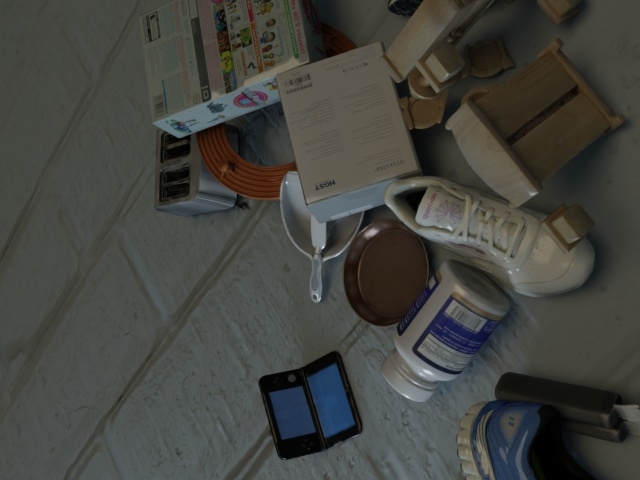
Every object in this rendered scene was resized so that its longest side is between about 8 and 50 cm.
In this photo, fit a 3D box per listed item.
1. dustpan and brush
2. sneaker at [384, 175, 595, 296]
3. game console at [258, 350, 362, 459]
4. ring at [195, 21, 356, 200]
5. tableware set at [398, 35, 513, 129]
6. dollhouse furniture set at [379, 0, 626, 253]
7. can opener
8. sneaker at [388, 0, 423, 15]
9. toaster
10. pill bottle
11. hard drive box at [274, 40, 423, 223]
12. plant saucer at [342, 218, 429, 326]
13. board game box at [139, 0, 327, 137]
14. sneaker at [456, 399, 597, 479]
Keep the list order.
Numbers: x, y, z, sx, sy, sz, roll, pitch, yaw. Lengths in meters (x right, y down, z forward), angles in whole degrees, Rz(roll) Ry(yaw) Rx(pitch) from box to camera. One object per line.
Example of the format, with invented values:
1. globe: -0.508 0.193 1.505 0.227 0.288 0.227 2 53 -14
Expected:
1. dustpan and brush: 0.000 0.000 1.306 0.147 0.060 0.211 9 118 17
2. sneaker: 0.213 -0.008 1.061 0.305 0.152 0.114 25 99 40
3. game console: -0.019 0.267 1.282 0.085 0.124 0.144 123 135 -55
4. ring: -0.076 -0.234 1.369 0.336 0.032 0.336 -6 75 23
5. tableware set: 0.196 -0.230 1.152 0.169 0.020 0.141 -4 68 20
6. dollhouse furniture set: 0.268 -0.180 1.060 0.355 0.303 0.174 53 152 4
7. can opener: 0.353 0.202 0.968 0.280 0.074 0.093 0 49 41
8. sneaker: 0.163 -0.405 1.242 0.135 0.052 0.058 -26 57 29
9. toaster: -0.236 -0.137 1.520 0.186 0.110 0.168 -7 80 42
10. pill bottle: 0.168 0.130 1.108 0.112 0.112 0.186 49 116 36
11. hard drive box: 0.046 -0.168 1.229 0.181 0.089 0.232 -16 69 8
12. plant saucer: 0.106 0.051 1.233 0.168 0.029 0.168 -8 78 41
13. board game box: -0.151 -0.332 1.356 0.303 0.097 0.224 -17 72 21
14. sneaker: 0.274 0.351 0.942 0.147 0.130 0.330 -22 81 42
